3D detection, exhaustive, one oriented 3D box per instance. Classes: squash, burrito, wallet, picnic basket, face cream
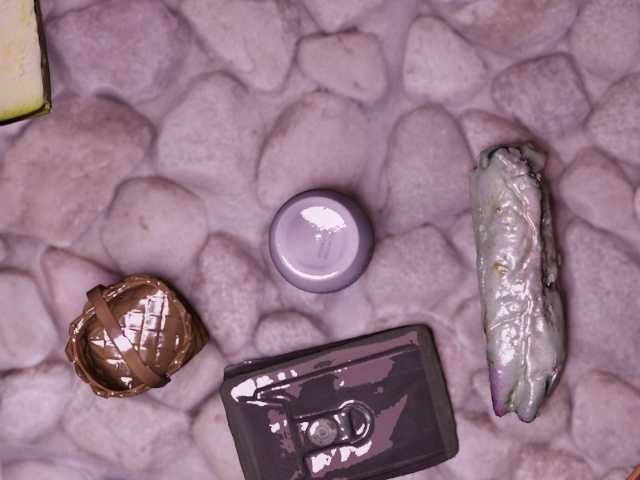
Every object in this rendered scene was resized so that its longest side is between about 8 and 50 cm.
[{"bbox_3d":[-0.361,-0.216,1.640,0.184,0.085,0.192,-8,85,32],"label":"squash"},{"bbox_3d":[0.219,0.045,1.592,0.096,0.066,0.309,-4,87,8],"label":"burrito"},{"bbox_3d":[0.022,0.194,1.609,0.245,0.052,0.168,-14,91,0],"label":"wallet"},{"bbox_3d":[-0.205,0.105,1.556,0.138,0.178,0.128,-38,86,1],"label":"picnic basket"},{"bbox_3d":[0.000,0.000,1.585,0.117,0.104,0.117,0,87,4],"label":"face cream"}]

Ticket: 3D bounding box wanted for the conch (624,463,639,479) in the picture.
[{"bbox_3d":[0.379,0.281,1.562,0.094,0.104,0.176,21,84,-36],"label":"conch"}]
